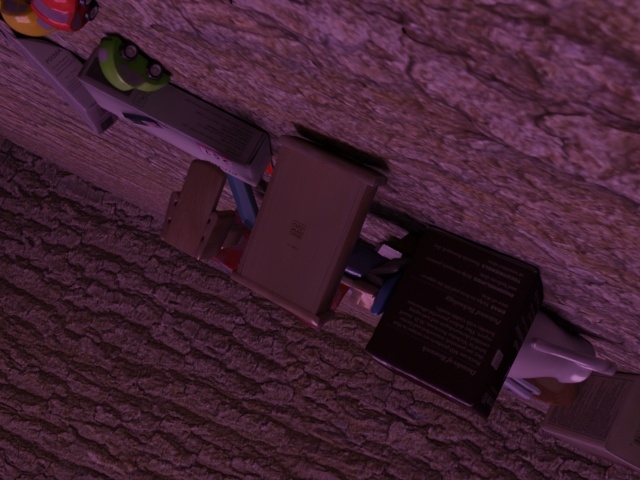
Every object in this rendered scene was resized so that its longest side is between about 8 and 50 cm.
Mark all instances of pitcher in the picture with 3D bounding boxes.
[{"bbox_3d":[0.341,0.165,1.191,0.207,0.125,0.178,20,171,-16],"label":"pitcher"}]

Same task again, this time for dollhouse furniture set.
[{"bbox_3d":[-0.003,-0.045,1.071,0.286,0.198,0.303,27,-165,20],"label":"dollhouse furniture set"}]

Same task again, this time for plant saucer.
[{"bbox_3d":[-0.136,-0.076,1.363,0.067,0.018,0.192,42,159,31],"label":"plant saucer"}]

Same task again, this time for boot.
[{"bbox_3d":[0.379,0.229,1.571,0.295,0.104,0.211,33,177,2],"label":"boot"}]

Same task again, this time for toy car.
[{"bbox_3d":[-0.286,-0.245,0.935,0.225,0.053,0.239,35,170,-38],"label":"toy car"}]

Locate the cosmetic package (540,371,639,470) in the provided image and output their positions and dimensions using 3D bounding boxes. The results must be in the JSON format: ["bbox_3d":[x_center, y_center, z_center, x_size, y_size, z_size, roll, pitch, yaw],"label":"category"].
[{"bbox_3d":[0.558,0.341,1.440,0.129,0.153,0.296,29,173,-1],"label":"cosmetic package"}]

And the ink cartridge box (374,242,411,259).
[{"bbox_3d":[0.164,0.045,1.335,0.145,0.045,0.179,28,163,2],"label":"ink cartridge box"}]

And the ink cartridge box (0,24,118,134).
[{"bbox_3d":[-0.437,-0.289,1.243,0.232,0.066,0.189,50,170,-4],"label":"ink cartridge box"}]

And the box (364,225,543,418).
[{"bbox_3d":[0.196,0.119,1.077,0.167,0.203,0.168,24,171,25],"label":"box"}]

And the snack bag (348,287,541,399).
[{"bbox_3d":[0.213,0.175,1.415,0.323,0.037,0.342,34,174,-7],"label":"snack bag"}]

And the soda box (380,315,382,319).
[{"bbox_3d":[0.225,0.196,1.834,0.098,0.091,0.286,24,171,20],"label":"soda box"}]

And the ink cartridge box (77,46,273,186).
[{"bbox_3d":[-0.205,-0.166,1.145,0.275,0.060,0.239,27,170,4],"label":"ink cartridge box"}]

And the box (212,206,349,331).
[{"bbox_3d":[-0.082,0.051,1.462,0.257,0.122,0.128,29,168,36],"label":"box"}]
